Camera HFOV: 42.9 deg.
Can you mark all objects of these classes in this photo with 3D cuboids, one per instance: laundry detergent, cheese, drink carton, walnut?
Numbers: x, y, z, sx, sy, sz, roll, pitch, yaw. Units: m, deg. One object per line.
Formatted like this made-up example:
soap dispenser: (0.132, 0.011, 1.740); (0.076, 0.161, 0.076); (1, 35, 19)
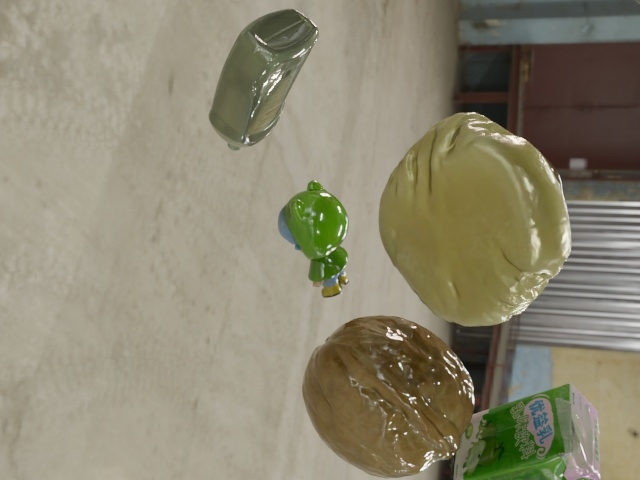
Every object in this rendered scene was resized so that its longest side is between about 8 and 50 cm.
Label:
laundry detergent: (-0.100, -0.240, 1.306); (0.181, 0.091, 0.253); (-45, 170, -43)
cheese: (0.173, -0.023, 0.913); (0.117, 0.214, 0.226); (-20, 72, -40)
drink carton: (0.381, 0.393, 1.537); (0.108, 0.271, 0.161); (42, 39, -24)
walnut: (0.124, 0.284, 1.495); (0.277, 0.313, 0.252); (-35, 160, -47)

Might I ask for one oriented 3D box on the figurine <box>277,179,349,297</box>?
figurine: (0.000, 0.000, 1.833); (0.162, 0.143, 0.263); (-46, 127, -40)

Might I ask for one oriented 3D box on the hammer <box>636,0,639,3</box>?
hammer: (0.567, -0.481, 1.501); (0.116, 0.193, 0.070); (114, -34, -68)

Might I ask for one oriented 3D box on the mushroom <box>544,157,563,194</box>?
mushroom: (0.300, -0.038, 1.362); (0.253, 0.153, 0.253); (-26, 138, -26)
